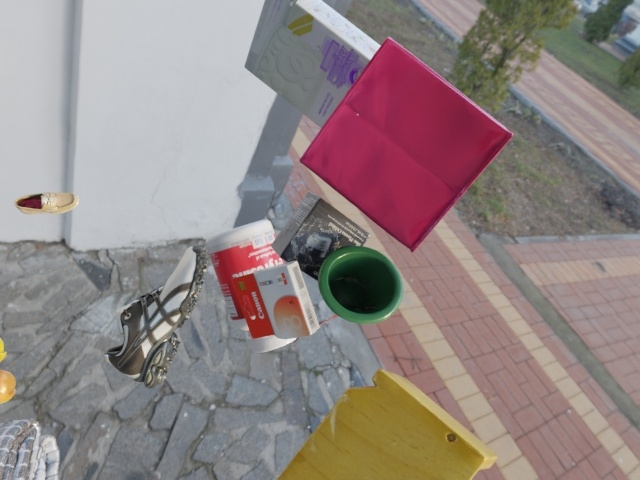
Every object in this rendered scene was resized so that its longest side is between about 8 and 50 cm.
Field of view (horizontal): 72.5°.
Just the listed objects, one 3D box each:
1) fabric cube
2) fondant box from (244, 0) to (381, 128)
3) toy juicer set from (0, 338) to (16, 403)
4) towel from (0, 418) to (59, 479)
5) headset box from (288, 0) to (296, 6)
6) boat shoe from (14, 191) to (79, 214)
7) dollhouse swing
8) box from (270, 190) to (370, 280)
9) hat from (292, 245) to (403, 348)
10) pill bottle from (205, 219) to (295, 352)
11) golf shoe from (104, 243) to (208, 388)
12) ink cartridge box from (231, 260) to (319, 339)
[{"bbox_3d":[0.158,-0.174,0.834,0.258,0.259,0.254,39,15,4],"label":"fabric cube"},{"bbox_3d":[-0.016,-0.459,1.123,0.330,0.238,0.096,38,48,2],"label":"fondant box"},{"bbox_3d":[-0.733,0.208,0.855,0.329,0.209,0.089,68,24,-13],"label":"toy juicer set"},{"bbox_3d":[-0.438,0.355,0.462,0.235,0.121,0.284,-15,40,-7],"label":"towel"},{"bbox_3d":[-0.004,-0.407,0.354,0.246,0.283,0.131,43,0,-21],"label":"headset box"},{"bbox_3d":[-0.809,-0.112,1.290,0.170,0.059,0.063,-11,80,-9],"label":"boat shoe"},{"bbox_3d":[0.137,0.464,0.875,0.315,0.347,0.305,38,1,17],"label":"dollhouse swing"},{"bbox_3d":[0.000,0.000,0.994,0.156,0.158,0.093,34,2,-25],"label":"box"},{"bbox_3d":[0.052,0.127,0.962,0.208,0.183,0.173,2,61,-14],"label":"hat"},{"bbox_3d":[-0.214,0.152,1.466,0.229,0.229,0.408,-22,95,-45],"label":"pill bottle"},{"bbox_3d":[-0.214,0.089,0.570,0.093,0.198,0.077,23,-3,-9],"label":"golf shoe"},{"bbox_3d":[-0.104,0.128,0.879,0.045,0.179,0.145,-26,98,-61],"label":"ink cartridge box"}]
